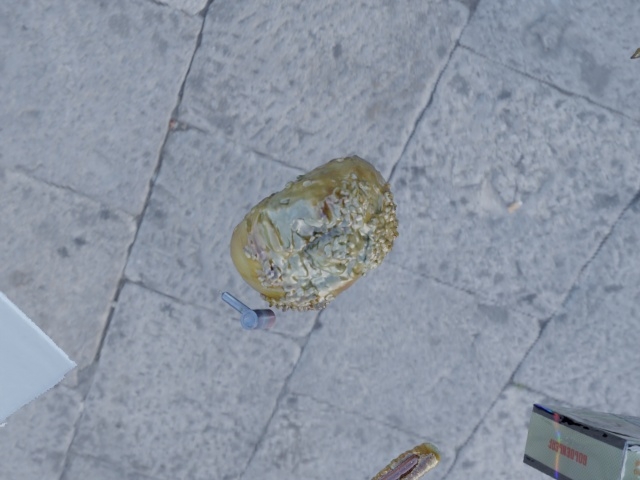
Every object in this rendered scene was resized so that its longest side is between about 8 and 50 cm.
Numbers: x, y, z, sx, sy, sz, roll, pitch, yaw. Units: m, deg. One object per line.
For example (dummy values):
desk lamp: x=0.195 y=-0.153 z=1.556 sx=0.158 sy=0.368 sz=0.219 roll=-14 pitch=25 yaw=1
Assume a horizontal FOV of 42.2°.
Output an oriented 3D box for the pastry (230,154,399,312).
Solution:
pastry: x=0.000 y=0.000 z=1.438 sx=0.311 sy=0.162 sz=0.255 roll=-35 pitch=138 yaw=4

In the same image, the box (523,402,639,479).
box: x=0.437 y=0.278 z=1.031 sx=0.310 sy=0.198 sz=0.084 roll=10 pitch=88 yaw=-17

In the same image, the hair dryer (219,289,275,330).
hair dryer: x=-0.138 y=0.118 z=1.468 sx=0.114 sy=0.063 sz=0.037 roll=33 pitch=104 yaw=25

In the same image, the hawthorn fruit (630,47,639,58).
hawthorn fruit: x=0.446 y=-0.216 z=0.784 sx=0.298 sy=0.277 sz=0.277 roll=-17 pitch=120 yaw=34

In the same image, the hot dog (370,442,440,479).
hot dog: x=0.153 y=0.488 z=1.714 sx=0.215 sy=0.066 sz=0.047 roll=-38 pitch=138 yaw=11

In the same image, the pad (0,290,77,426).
pad: x=-0.271 y=0.032 z=0.499 sx=0.232 sy=0.156 sz=0.004 roll=42 pitch=115 yaw=1
